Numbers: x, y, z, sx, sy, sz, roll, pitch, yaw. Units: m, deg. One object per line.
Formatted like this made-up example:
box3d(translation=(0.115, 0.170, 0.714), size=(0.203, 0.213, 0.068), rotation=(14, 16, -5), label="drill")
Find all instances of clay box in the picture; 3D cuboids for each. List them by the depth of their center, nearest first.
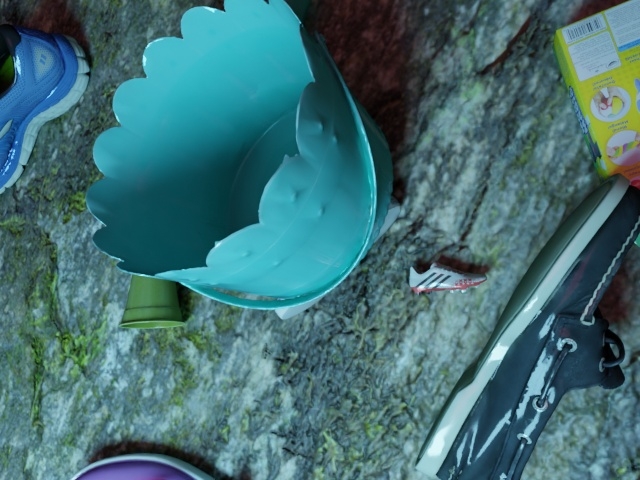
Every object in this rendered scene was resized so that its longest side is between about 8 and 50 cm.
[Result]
box3d(translation=(0.318, -0.113, 0.454), size=(0.127, 0.053, 0.222), rotation=(-18, 85, 19), label="clay box")

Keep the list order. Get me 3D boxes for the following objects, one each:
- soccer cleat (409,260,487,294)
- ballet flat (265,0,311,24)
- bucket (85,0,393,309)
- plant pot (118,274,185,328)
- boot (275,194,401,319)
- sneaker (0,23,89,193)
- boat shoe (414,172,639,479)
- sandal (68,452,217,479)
box3d(translation=(0.137, 0.039, 0.533), size=(0.083, 0.029, 0.036), rotation=(-9, 91, 25), label="soccer cleat")
box3d(translation=(-0.092, -0.214, 0.602), size=(0.247, 0.083, 0.087), rotation=(-30, 104, 18), label="ballet flat")
box3d(translation=(-0.072, -0.072, 0.489), size=(0.280, 0.183, 0.282), rotation=(-13, 68, 33), label="bucket")
box3d(translation=(-0.221, 0.073, 0.645), size=(0.083, 0.083, 0.079), rotation=(-9, 75, 20), label="plant pot")
box3d(translation=(0.000, 0.000, 0.570), size=(0.190, 0.069, 0.086), rotation=(-45, 68, 6), label="boot")
box3d(translation=(-0.492, -0.183, 0.704), size=(0.330, 0.147, 0.130), rotation=(-45, 76, 15), label="sneaker")
box3d(translation=(0.215, 0.110, 0.453), size=(0.113, 0.127, 0.340), rotation=(31, 102, 16), label="boat shoe")
box3d(translation=(-0.168, 0.362, 0.582), size=(0.415, 0.102, 0.170), rotation=(7, 66, 18), label="sandal")
